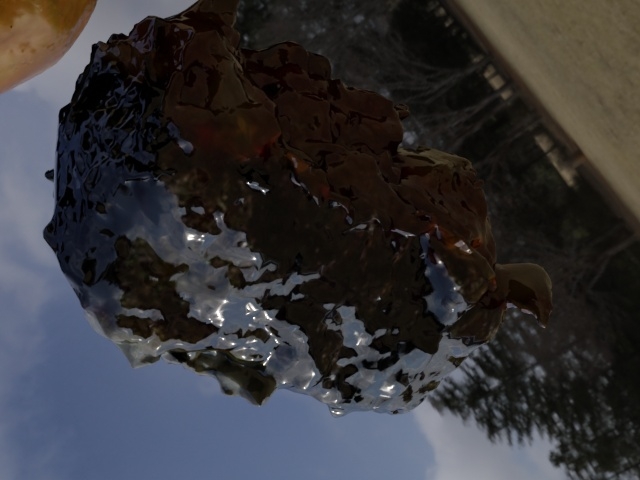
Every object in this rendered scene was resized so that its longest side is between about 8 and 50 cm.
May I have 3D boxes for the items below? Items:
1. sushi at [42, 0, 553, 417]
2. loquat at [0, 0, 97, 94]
[{"bbox_3d":[0.000,0.000,0.446,0.343,0.182,0.197,22,-142,-32],"label":"sushi"},{"bbox_3d":[-0.351,-0.282,0.598,0.328,0.328,0.328,47,-160,-22],"label":"loquat"}]
